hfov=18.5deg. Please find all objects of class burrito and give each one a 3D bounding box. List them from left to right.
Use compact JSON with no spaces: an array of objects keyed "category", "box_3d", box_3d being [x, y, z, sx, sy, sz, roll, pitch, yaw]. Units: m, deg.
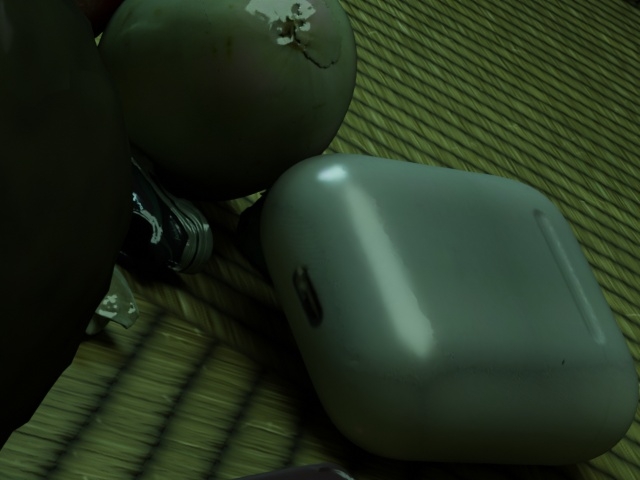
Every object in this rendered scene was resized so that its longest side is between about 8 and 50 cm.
[{"category":"burrito","box_3d":[-0.225,-0.005,1.608,0.087,0.060,0.226,9,29,-51]}]

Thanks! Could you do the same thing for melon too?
[{"category":"melon","box_3d":[-0.091,-0.149,1.795,0.223,0.223,0.317,22,-18,-19]}]

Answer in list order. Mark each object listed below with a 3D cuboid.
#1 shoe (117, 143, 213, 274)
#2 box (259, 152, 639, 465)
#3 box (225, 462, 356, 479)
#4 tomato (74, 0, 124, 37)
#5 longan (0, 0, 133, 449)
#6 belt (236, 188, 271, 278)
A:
[{"category":"shoe","box_3d":[-0.179,-0.025,1.707,0.169,0.071,0.099,39,30,20]},{"category":"box","box_3d":[0.116,0.062,1.723,0.349,0.141,0.288,7,50,-43]},{"category":"box","box_3d":[-0.047,0.251,1.151,0.193,0.167,0.294,43,26,25]},{"category":"tomato","box_3d":[-0.291,-0.266,1.910,0.338,0.143,0.338,-4,33,3]},{"category":"longan","box_3d":[-0.305,-0.039,1.087,0.404,0.436,0.404,7,51,-8]},{"category":"belt","box_3d":[0.000,0.000,1.850,0.151,0.079,0.121,33,23,10]}]
